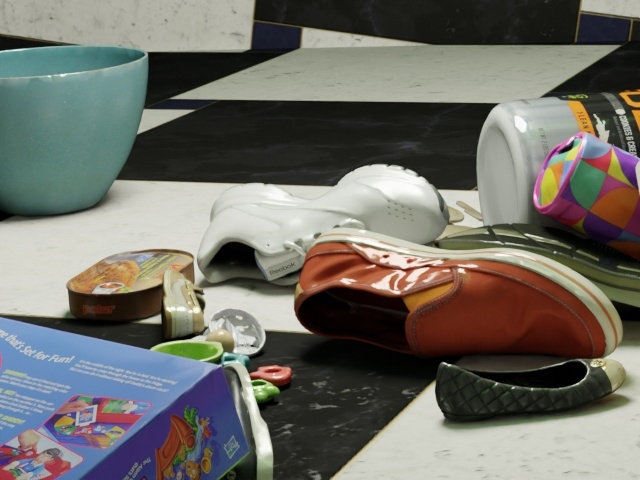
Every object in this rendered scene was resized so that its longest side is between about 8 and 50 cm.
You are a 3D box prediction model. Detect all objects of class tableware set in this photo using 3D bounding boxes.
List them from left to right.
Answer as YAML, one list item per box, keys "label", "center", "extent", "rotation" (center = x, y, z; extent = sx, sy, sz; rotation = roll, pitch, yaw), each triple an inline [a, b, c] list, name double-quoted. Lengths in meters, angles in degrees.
- label: "tableware set"
  center: [0.142, -0.006, 2.204]
  extent: [0.128, 0.039, 0.194]
  rotation: [4, 16, -23]

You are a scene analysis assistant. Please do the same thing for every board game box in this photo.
- label: "board game box"
  center: [-0.258, 0.155, 1.396]
  extent: [0.347, 0.078, 0.233]
  rotation: [9, 35, 41]

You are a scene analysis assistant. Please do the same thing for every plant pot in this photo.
- label: "plant pot"
  center: [-0.366, -0.141, 2.538]
  extent: [0.290, 0.195, 0.290]
  rotation: [-2, 13, 1]

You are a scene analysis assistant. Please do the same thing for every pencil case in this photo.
- label: "pencil case"
  center: [0.331, -0.026, 1.928]
  extent: [0.236, 0.104, 0.104]
  rotation: [24, 7, -15]

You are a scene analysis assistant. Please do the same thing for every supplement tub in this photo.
- label: "supplement tub"
  center: [0.341, -0.067, 2.075]
  extent: [0.316, 0.194, 0.193]
  rotation: [-6, 14, -11]

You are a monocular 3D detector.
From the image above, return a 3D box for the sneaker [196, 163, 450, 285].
- label: "sneaker"
  center: [0.000, 0.000, 2.092]
  extent: [0.297, 0.111, 0.129]
  rotation: [-10, 30, 27]

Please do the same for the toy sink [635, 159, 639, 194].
- label: "toy sink"
  center: [0.425, -0.077, 1.792]
  extent: [0.152, 0.234, 0.131]
  rotation: [14, 50, -21]

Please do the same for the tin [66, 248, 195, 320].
- label: "tin"
  center: [-0.200, 0.047, 2.062]
  extent: [0.106, 0.040, 0.189]
  rotation: [-3, 13, 19]

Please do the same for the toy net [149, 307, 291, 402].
- label: "toy net"
  center: [-0.083, 0.099, 1.796]
  extent: [0.122, 0.045, 0.232]
  rotation: [-2, 13, 7]

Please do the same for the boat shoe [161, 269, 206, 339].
- label: "boat shoe"
  center: [-0.138, 0.066, 1.950]
  extent: [0.045, 0.050, 0.135]
  rotation: [1, 21, -6]

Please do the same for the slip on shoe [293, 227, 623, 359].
- label: "slip on shoe"
  center: [0.121, 0.068, 1.790]
  extent: [0.331, 0.123, 0.101]
  rotation: [10, 50, 28]

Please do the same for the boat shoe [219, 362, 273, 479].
- label: "boat shoe"
  center: [-0.084, 0.153, 1.492]
  extent: [0.079, 0.084, 0.233]
  rotation: [-4, 16, -6]

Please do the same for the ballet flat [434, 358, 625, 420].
- label: "ballet flat"
  center: [0.181, 0.119, 1.640]
  extent: [0.173, 0.049, 0.057]
  rotation: [-7, 15, -16]

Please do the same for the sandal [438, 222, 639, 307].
- label: "sandal"
  center: [0.251, 0.050, 1.869]
  extent: [0.302, 0.086, 0.120]
  rotation: [18, 15, 20]
